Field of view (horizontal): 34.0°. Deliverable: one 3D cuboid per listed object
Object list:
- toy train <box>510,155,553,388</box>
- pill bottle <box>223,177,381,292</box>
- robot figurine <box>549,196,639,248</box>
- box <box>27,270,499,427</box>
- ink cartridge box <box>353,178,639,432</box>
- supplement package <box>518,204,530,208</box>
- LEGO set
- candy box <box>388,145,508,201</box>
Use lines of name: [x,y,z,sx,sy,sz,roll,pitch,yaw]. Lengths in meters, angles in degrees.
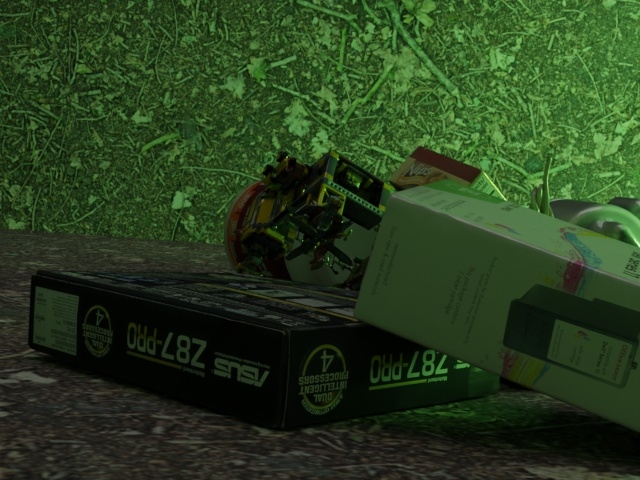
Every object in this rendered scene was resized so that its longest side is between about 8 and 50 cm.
toy train: [0.216,0.035,1.175,0.105,0.248,0.143,2,-2,-26]
pill bottle: [0.000,0.000,1.847,0.224,0.224,0.392,3,2,-28]
robot figurine: [0.466,0.028,1.900,0.300,0.200,0.353,-38,11,-4]
box: [-0.062,0.094,1.082,0.395,0.097,0.318,7,5,43]
ink cartridge box: [0.231,0.061,0.911,0.353,0.119,0.207,21,14,16]
supplement package: [0.359,0.021,2.179,0.199,0.198,0.262,5,3,39]
LEGO set: [0.044,0.052,1.330,0.331,0.192,0.255,35,-40,-26]
candy box: [0.268,-0.006,1.699,0.316,0.087,0.183,44,-7,-31]
